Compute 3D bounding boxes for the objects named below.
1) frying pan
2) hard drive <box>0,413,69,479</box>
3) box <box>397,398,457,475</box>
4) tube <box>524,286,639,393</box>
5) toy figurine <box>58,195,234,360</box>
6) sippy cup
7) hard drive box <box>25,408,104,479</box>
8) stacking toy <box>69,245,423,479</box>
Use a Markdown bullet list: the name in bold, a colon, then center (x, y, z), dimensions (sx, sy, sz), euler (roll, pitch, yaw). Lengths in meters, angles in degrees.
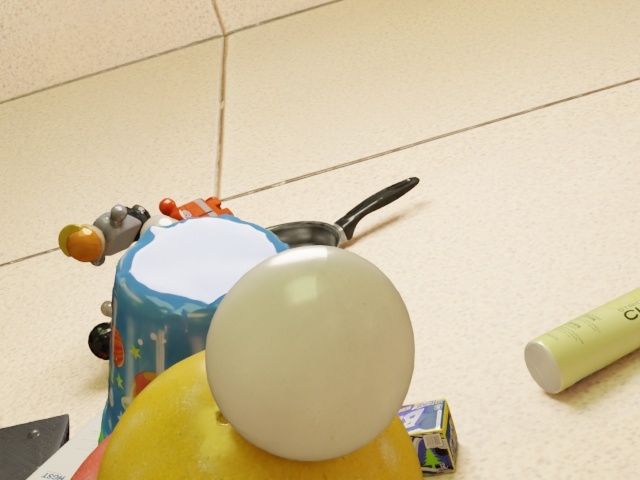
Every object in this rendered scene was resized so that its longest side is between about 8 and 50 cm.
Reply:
- **frying pan**: center (-0.023, -0.001, 1.858), dimensions (0.197, 0.053, 0.326), euler (5, 31, 42)
- **hard drive**: center (-0.371, 0.290, 1.468), dimensions (0.172, 0.054, 0.254), euler (-13, 23, 11)
- **box**: center (0.051, 0.209, 1.352), dimensions (0.169, 0.054, 0.059), euler (-11, 25, 14)
- **tube**: center (0.327, 0.086, 1.425), dimensions (0.240, 0.062, 0.070), euler (-23, 64, -23)
- **toy figurine**: center (-0.208, 0.054, 1.669), dimensions (0.210, 0.213, 0.148), euler (-1, 15, 32)
- **sippy cup**: center (-0.104, 0.106, 1.276), dimensions (0.240, 0.224, 0.305), euler (-14, 37, -18)
- **hard drive box**: center (-0.168, 0.233, 1.408), dimensions (0.181, 0.089, 0.232), euler (2, 31, 38)
- **stacking toy**: center (-0.035, 0.182, 0.867), dimensions (0.351, 0.480, 0.350), euler (11, 44, -11)
